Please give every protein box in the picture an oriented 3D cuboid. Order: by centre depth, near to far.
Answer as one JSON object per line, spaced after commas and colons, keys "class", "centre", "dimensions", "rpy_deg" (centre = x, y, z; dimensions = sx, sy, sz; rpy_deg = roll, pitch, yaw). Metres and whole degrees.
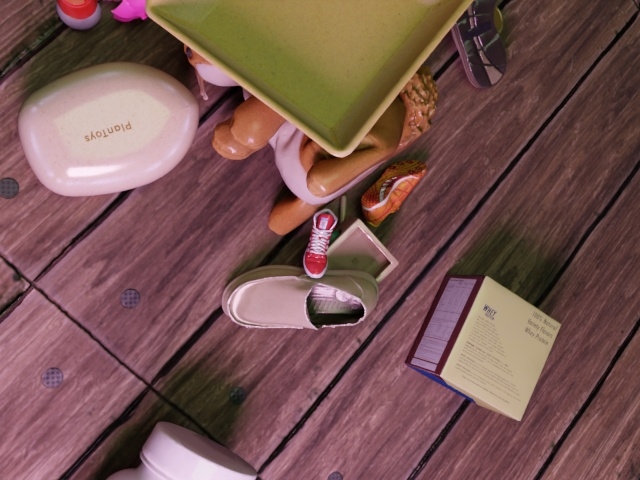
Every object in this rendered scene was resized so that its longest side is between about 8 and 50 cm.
{"class": "protein box", "centre": [0.308, 0.197, 1.186], "dimensions": [0.199, 0.136, 0.201], "rpy_deg": [31, 79, -18]}

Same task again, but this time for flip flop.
{"class": "flip flop", "centre": [0.299, -0.438, 1.228], "dimensions": [0.112, 0.080, 0.277], "rpy_deg": [-23, 114, -4]}

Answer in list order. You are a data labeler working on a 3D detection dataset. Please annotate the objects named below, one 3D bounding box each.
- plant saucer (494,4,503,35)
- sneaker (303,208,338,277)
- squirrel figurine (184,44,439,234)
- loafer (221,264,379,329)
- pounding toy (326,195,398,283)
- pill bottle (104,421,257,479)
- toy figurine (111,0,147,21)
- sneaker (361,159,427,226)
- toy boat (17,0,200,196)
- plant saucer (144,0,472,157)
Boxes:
{"class": "plant saucer", "centre": [0.346, -0.454, 1.278], "dimensions": [0.083, 0.015, 0.084], "rpy_deg": [0, 89, -22]}
{"class": "sneaker", "centre": [0.000, 0.000, 1.023], "dimensions": [0.042, 0.067, 0.119], "rpy_deg": [12, 50, -4]}
{"class": "squirrel figurine", "centre": [-0.014, -0.271, 1.015], "dimensions": [0.397, 0.281, 0.371], "rpy_deg": [-35, 89, -14]}
{"class": "loafer", "centre": [-0.035, 0.097, 1.031], "dimensions": [0.268, 0.092, 0.102], "rpy_deg": [-6, 106, 3]}
{"class": "pounding toy", "centre": [0.052, 0.014, 1.119], "dimensions": [0.130, 0.100, 0.141], "rpy_deg": [-44, 102, -2]}
{"class": "pill bottle", "centre": [-0.263, 0.489, 0.901], "dimensions": [0.229, 0.229, 0.408], "rpy_deg": [32, 78, -18]}
{"class": "toy figurine", "centre": [-0.314, -0.427, 0.971], "dimensions": [0.173, 0.130, 0.159], "rpy_deg": [7, 96, 0]}
{"class": "sneaker", "centre": [0.137, -0.094, 1.172], "dimensions": [0.175, 0.064, 0.067], "rpy_deg": [-39, 140, -25]}
{"class": "toy boat", "centre": [-0.331, -0.234, 0.947], "dimensions": [0.267, 0.148, 0.319], "rpy_deg": [-16, 102, -16]}
{"class": "plant saucer", "centre": [-0.006, -0.316, 0.854], "dimensions": [0.332, 0.081, 0.333], "rpy_deg": [37, 77, 4]}
